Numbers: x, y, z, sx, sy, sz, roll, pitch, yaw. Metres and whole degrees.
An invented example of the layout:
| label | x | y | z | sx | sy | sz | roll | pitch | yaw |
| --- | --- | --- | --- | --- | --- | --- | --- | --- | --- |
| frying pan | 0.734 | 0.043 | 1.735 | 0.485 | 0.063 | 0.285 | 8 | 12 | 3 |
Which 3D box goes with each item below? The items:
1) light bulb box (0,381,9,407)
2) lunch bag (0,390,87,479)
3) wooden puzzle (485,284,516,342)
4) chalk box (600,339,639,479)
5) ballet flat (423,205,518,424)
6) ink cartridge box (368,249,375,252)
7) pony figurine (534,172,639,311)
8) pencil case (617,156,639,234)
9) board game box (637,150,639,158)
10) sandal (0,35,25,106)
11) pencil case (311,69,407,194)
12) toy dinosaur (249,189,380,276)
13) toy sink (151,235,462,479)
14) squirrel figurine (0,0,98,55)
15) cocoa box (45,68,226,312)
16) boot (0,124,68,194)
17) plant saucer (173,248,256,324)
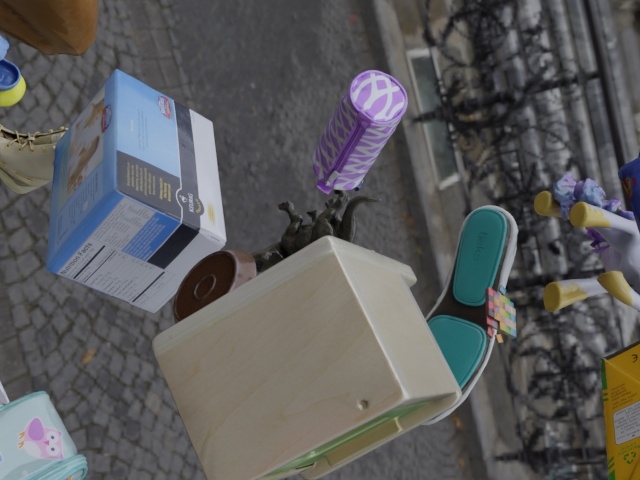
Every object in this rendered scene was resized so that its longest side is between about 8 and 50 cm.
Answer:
| label | x | y | z | sx | sy | sz | roll | pitch | yaw |
| --- | --- | --- | --- | --- | --- | --- | --- | --- | --- |
| light bulb box | -0.743 | 0.223 | 1.598 | 0.225 | 0.361 | 0.358 | -24 | 83 | -26 |
| lunch bag | -0.358 | 0.267 | 0.845 | 0.224 | 0.279 | 0.108 | -29 | 77 | -40 |
| wooden puzzle | 0.218 | 0.088 | 1.064 | 0.049 | 0.006 | 0.083 | 28 | 50 | -29 |
| chalk box | 0.288 | 0.152 | 0.533 | 0.213 | 0.132 | 0.132 | 42 | 35 | -17 |
| ballet flat | 0.258 | 0.137 | 1.539 | 0.139 | 0.139 | 0.400 | 31 | 78 | -56 |
| ink cartridge box | 0.035 | 0.125 | 1.859 | 0.273 | 0.114 | 0.197 | 3 | 54 | -46 |
| pony figurine | 0.549 | 0.012 | 1.530 | 0.363 | 0.303 | 0.351 | 17 | 57 | -24 |
| pencil case | 0.528 | 0.009 | 1.249 | 0.119 | 0.133 | 0.306 | 91 | -12 | -69 |
| board game box | 0.631 | -0.163 | 1.515 | 0.026 | 0.186 | 0.126 | 37 | 63 | -22 |
| sandal | -0.742 | -0.381 | 1.747 | 0.317 | 0.138 | 0.126 | 13 | 54 | -16 |
| pencil case | 0.046 | -0.142 | 1.189 | 0.086 | 0.206 | 0.088 | 38 | 60 | 5 |
| toy dinosaur | 0.000 | 0.000 | 1.584 | 0.121 | 0.313 | 0.160 | 23 | 59 | -51 |
| toy sink | 0.009 | 0.102 | 0.683 | 0.131 | 0.152 | 0.234 | 64 | 14 | 16 |
| squirrel figurine | -0.218 | -0.342 | 0.381 | 0.397 | 0.281 | 0.370 | 120 | -22 | -72 |
| cocoa box | -0.338 | -0.092 | 1.601 | 0.228 | 0.231 | 0.347 | 27 | 34 | -34 |
| boot | -0.640 | -0.214 | 1.889 | 0.095 | 0.203 | 0.262 | -79 | 149 | -41 |
| plant saucer | -0.172 | 0.078 | 1.368 | 0.029 | 0.168 | 0.168 | 41 | 44 | -35 |
